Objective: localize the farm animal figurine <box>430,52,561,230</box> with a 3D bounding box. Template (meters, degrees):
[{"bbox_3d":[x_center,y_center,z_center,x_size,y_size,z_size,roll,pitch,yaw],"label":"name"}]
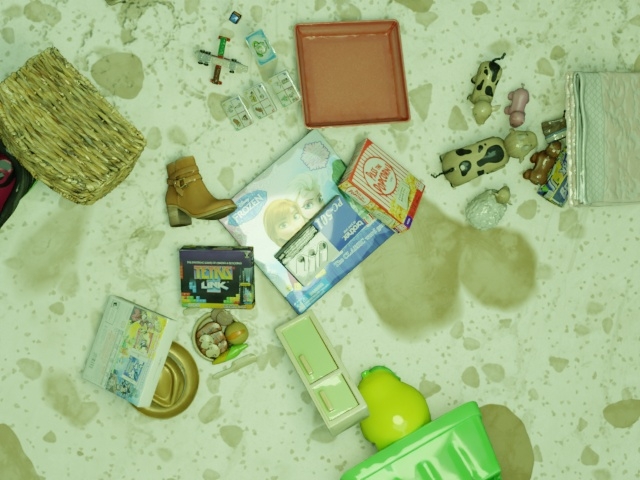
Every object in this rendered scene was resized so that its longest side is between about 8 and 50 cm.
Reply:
[{"bbox_3d":[0.414,-0.237,1.956,0.326,0.172,0.330,-38,92,-3],"label":"farm animal figurine"}]

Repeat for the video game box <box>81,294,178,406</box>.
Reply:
[{"bbox_3d":[-0.431,0.247,1.853,0.187,0.048,0.205,18,88,32],"label":"video game box"}]

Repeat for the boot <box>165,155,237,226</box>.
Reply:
[{"bbox_3d":[-0.279,-0.119,1.867,0.197,0.073,0.153,-9,83,29],"label":"boot"}]

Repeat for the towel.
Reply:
[{"bbox_3d":[0.710,-0.249,2.004,0.316,0.053,0.332,-6,95,-38],"label":"towel"}]

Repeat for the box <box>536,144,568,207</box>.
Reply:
[{"bbox_3d":[0.610,-0.170,2.032,0.059,0.054,0.169,25,99,-36],"label":"box"}]

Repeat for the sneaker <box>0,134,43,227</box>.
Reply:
[{"bbox_3d":[-0.781,-0.028,1.763,0.185,0.202,0.483,28,87,-8],"label":"sneaker"}]

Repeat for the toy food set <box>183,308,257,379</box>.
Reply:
[{"bbox_3d":[-0.238,0.226,1.938,0.132,0.038,0.192,-26,95,-7],"label":"toy food set"}]

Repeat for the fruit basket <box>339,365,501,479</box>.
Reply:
[{"bbox_3d":[0.207,0.489,1.943,0.391,0.283,0.392,-7,53,9],"label":"fruit basket"}]

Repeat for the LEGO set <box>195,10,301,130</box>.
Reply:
[{"bbox_3d":[-0.176,-0.401,1.904,0.182,0.060,0.244,-24,109,19],"label":"LEGO set"}]

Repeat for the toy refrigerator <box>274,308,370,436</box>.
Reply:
[{"bbox_3d":[0.003,0.301,1.884,0.102,0.094,0.270,-28,63,-6],"label":"toy refrigerator"}]

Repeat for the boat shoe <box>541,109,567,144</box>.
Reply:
[{"bbox_3d":[0.637,-0.306,2.052,0.183,0.066,0.066,-25,88,-11],"label":"boat shoe"}]

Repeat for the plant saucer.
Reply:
[{"bbox_3d":[0.072,-0.391,1.953,0.258,0.048,0.259,-5,83,-9],"label":"plant saucer"}]

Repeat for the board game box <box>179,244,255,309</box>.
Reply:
[{"bbox_3d":[-0.237,0.085,1.896,0.170,0.048,0.141,0,105,7],"label":"board game box"}]

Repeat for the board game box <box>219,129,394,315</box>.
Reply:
[{"bbox_3d":[-0.034,-0.045,1.950,0.318,0.066,0.318,-42,97,-6],"label":"board game box"}]

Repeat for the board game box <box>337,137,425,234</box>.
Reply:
[{"bbox_3d":[0.147,-0.127,1.940,0.193,0.045,0.147,37,52,-17],"label":"board game box"}]

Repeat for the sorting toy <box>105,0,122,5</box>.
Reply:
[{"bbox_3d":[-0.399,-0.699,1.896,0.307,0.041,0.229,-27,91,-8],"label":"sorting toy"}]

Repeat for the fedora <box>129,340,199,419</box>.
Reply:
[{"bbox_3d":[-0.371,0.325,1.899,0.194,0.079,0.195,0,92,-9],"label":"fedora"}]

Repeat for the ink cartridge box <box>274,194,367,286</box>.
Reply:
[{"bbox_3d":[0.000,0.000,1.899,0.207,0.046,0.097,-44,100,-6],"label":"ink cartridge box"}]

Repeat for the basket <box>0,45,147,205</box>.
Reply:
[{"bbox_3d":[-0.555,-0.217,1.761,0.299,0.223,0.213,45,66,-9],"label":"basket"}]
